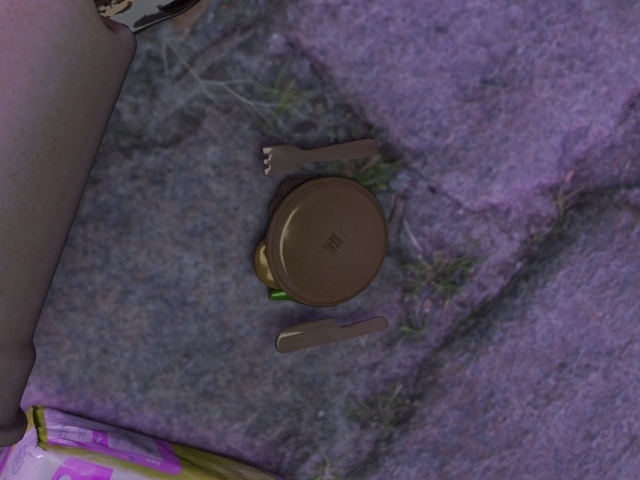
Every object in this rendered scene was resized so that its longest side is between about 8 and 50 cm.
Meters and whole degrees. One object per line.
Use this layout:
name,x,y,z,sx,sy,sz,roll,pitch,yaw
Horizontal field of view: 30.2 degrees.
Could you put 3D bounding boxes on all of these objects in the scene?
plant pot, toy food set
plant pot,-0.298,-0.065,0.849,0.334,0.334,0.305,28,86,-23
toy food set,0.000,0.000,1.098,0.133,0.038,0.192,-8,104,-22

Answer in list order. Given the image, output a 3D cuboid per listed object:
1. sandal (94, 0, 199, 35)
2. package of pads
sandal,-0.120,-0.230,0.968,0.219,0.060,0.090,-33,114,-5
package of pads,-0.172,0.295,1.099,0.297,0.101,0.229,22,100,-23
